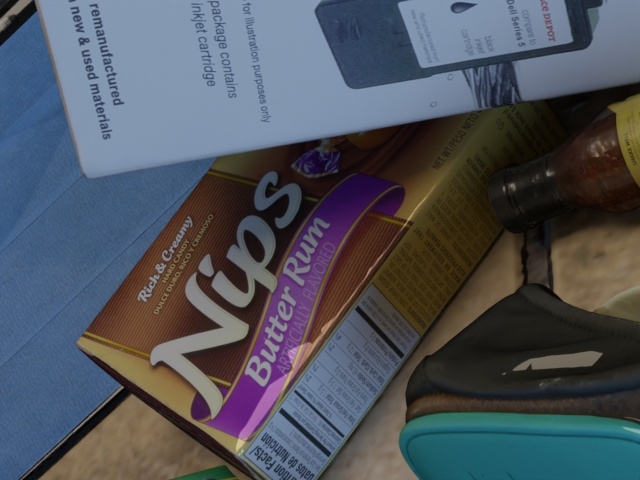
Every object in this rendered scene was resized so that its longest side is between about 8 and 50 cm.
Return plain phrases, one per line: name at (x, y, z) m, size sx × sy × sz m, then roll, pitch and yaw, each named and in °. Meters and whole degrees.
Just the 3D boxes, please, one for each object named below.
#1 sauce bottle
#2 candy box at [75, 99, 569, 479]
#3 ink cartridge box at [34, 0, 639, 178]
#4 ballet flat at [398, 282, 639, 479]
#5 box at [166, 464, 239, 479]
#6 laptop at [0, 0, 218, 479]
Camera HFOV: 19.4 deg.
sauce bottle at (0.121, -0.035, 0.682) m, size 0.128 × 0.042 × 0.042 m, roll -19°, pitch 43°, yaw 30°
candy box at (0.000, 0.000, 0.750) m, size 0.109 × 0.053 × 0.187 m, roll 30°, pitch 77°, yaw 42°
ink cartridge box at (0.028, -0.145, 0.724) m, size 0.272 × 0.115 × 0.198 m, roll -10°, pitch 41°, yaw -1°
ballet flat at (0.135, 0.050, 0.546) m, size 0.280 × 0.095 × 0.096 m, roll 10°, pitch 51°, yaw 50°
box at (-0.050, 0.134, 0.648) m, size 0.105 × 0.043 × 0.179 m, roll -13°, pitch 24°, yaw -25°
laptop at (-0.199, -0.134, 0.890) m, size 0.382 × 0.408 × 0.236 m, roll -43°, pitch 14°, yaw 5°
